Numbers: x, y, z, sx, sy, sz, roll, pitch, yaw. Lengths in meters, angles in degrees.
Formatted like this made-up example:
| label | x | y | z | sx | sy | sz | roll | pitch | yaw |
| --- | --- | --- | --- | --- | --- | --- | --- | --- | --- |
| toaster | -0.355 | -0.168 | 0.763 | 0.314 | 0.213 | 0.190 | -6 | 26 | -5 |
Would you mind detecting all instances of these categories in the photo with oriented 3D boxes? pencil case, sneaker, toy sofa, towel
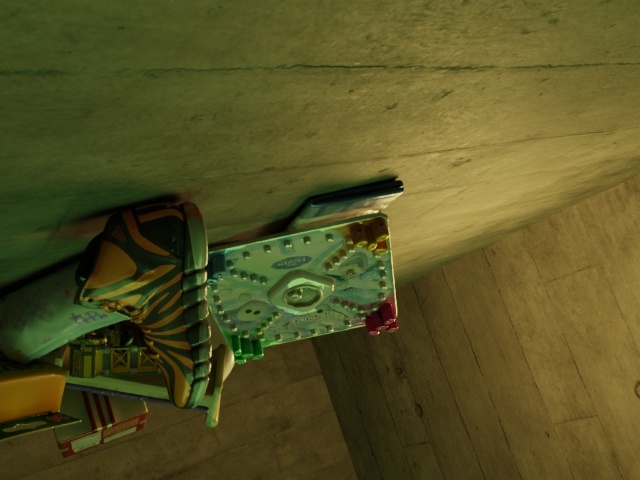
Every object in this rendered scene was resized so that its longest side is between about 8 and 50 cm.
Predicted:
| label | x | y | z | sx | sy | sz | roll | pitch | yaw |
| --- | --- | --- | --- | --- | --- | --- | --- | --- | --- |
| pencil case | -0.388 | 0.101 | 1.110 | 0.273 | 0.124 | 0.113 | -21 | 172 | 13 |
| sneaker | -0.257 | 0.102 | 0.995 | 0.179 | 0.322 | 0.124 | -7 | -162 | -23 |
| toy sofa | -0.394 | 0.309 | 1.519 | 0.362 | 0.150 | 0.177 | 12 | 117 | -11 |
| towel | 0.022 | -0.041 | 1.368 | 0.209 | 0.034 | 0.285 | -12 | 165 | -24 |

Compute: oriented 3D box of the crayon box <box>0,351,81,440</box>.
| label | x | y | z | sx | sy | sz | roll | pitch | yaw |
| --- | --- | --- | --- | --- | --- | --- | --- | --- | --- |
| crayon box | -0.560 | 0.224 | 1.112 | 0.318 | 0.081 | 0.202 | 14 | -178 | 21 |

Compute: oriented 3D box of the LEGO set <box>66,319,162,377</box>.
| label | x | y | z | sx | sy | sz | roll | pitch | yaw |
| --- | --- | --- | --- | --- | --- | --- | --- | --- | --- |
| LEGO set | -0.358 | 0.135 | 1.315 | 0.254 | 0.192 | 0.331 | 1 | 180 | -8 |

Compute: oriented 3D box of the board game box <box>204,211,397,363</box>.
| label | x | y | z | sx | sy | sz | roll | pitch | yaw |
| --- | --- | --- | --- | --- | --- | --- | --- | --- | --- |
| board game box | -0.037 | 0.117 | 1.432 | 0.389 | 0.050 | 0.390 | -12 | 143 | 1 |

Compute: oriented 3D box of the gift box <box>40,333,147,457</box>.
| label | x | y | z | sx | sy | sz | roll | pitch | yaw |
| --- | --- | --- | --- | --- | --- | --- | --- | --- | --- |
| gift box | -0.604 | 0.390 | 1.793 | 0.255 | 0.258 | 0.276 | -14 | 160 | -28 |

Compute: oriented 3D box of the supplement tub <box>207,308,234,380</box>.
| label | x | y | z | sx | sy | sz | roll | pitch | yaw |
| --- | --- | --- | --- | --- | --- | --- | --- | --- | --- |
| supplement tub | -0.344 | 0.292 | 1.819 | 0.240 | 0.241 | 0.331 | -17 | 169 | -14 |
